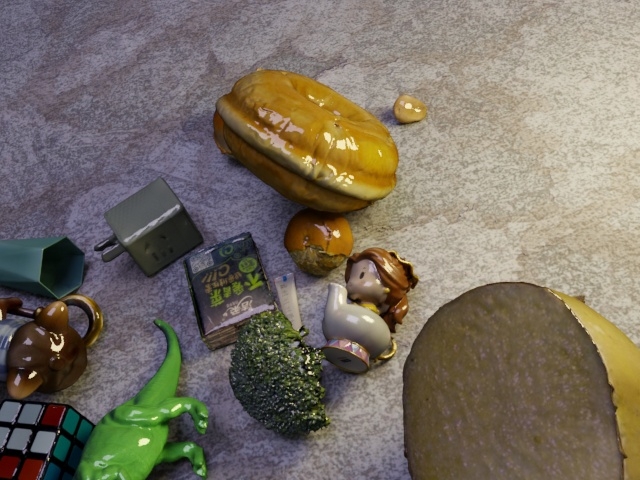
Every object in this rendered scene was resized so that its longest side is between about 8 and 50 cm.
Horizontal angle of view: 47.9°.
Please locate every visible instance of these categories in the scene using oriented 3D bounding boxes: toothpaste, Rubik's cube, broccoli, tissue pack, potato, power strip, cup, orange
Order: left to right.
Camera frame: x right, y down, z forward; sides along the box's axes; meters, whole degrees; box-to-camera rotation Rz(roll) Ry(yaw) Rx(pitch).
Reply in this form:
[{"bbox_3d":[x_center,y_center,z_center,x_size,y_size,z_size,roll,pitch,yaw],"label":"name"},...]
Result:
[{"bbox_3d":[-0.701,0.053,1.719,0.236,0.134,0.148,5,83,26],"label":"cup"},{"bbox_3d":[-0.535,0.411,1.378,0.163,0.160,0.162,1,55,18],"label":"Rubik's cube"},{"bbox_3d":[-0.414,-0.015,1.683,0.224,0.140,0.139,-35,52,-10],"label":"power strip"},{"bbox_3d":[-0.196,0.104,1.567,0.173,0.073,0.235,-23,51,-1],"label":"tissue pack"},{"bbox_3d":[-0.070,0.254,1.356,0.226,0.198,0.176,25,24,0],"label":"broccoli"},{"bbox_3d":[-0.063,0.146,1.524,0.048,0.031,0.190,-20,47,5],"label":"toothpaste"},{"bbox_3d":[0.000,0.000,1.560,0.157,0.134,0.156,2,93,35],"label":"orange"},{"bbox_3d":[0.221,-0.323,1.777,0.083,0.068,0.062,8,16,5],"label":"potato"},{"bbox_3d":[0.366,0.302,1.124,0.385,0.319,0.442,-38,48,41],"label":"potato"}]

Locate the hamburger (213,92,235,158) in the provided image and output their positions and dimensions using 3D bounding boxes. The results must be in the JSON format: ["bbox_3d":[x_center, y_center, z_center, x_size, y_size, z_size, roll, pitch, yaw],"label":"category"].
[{"bbox_3d":[-0.169,-0.296,1.820,0.237,0.147,0.237,-13,46,14],"label":"hamburger"}]

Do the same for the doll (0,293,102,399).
[{"bbox_3d":[-0.660,0.229,1.530,0.340,0.209,0.318,3,59,16],"label":"doll"}]

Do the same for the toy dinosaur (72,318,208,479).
[{"bbox_3d":[-0.408,0.355,1.361,0.374,0.144,0.500,-12,35,-21],"label":"toy dinosaur"}]

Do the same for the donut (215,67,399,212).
[{"bbox_3d":[-0.021,-0.219,1.562,0.449,0.449,0.198,45,116,37],"label":"donut"}]

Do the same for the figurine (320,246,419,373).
[{"bbox_3d":[0.095,0.124,1.416,0.142,0.189,0.263,-17,40,51],"label":"figurine"}]
